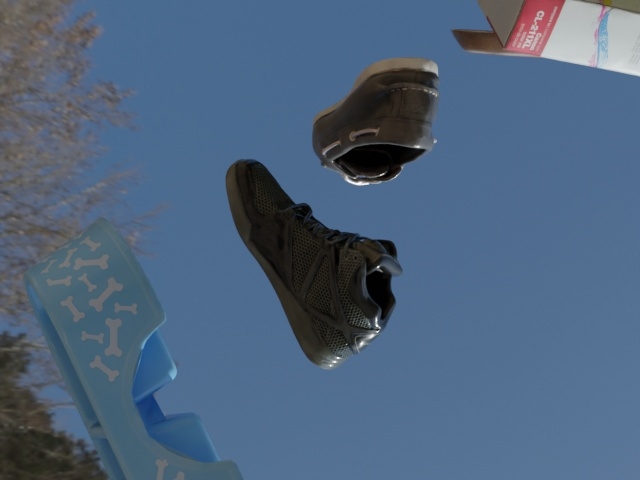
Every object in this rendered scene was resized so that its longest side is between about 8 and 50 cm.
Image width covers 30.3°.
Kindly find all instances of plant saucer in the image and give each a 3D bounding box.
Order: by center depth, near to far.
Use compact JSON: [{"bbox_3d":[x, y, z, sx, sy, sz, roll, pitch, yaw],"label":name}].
[{"bbox_3d":[0.237,-0.232,1.396,0.168,0.168,0.029,7,-80,20],"label":"plant saucer"}]

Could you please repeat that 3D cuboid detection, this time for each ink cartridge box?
[{"bbox_3d":[0.263,-0.238,1.212,0.175,0.127,0.072,9,-55,-16],"label":"ink cartridge box"}]

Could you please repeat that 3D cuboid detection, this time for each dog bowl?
[{"bbox_3d":[-0.137,0.131,0.895,0.074,0.166,0.297,-26,-91,-18],"label":"dog bowl"}]

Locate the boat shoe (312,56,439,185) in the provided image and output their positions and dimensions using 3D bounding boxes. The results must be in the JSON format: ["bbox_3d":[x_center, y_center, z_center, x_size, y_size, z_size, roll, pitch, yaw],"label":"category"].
[{"bbox_3d":[0.056,-0.109,1.342,0.112,0.335,0.095,2,-102,-10],"label":"boat shoe"}]

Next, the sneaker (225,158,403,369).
[{"bbox_3d":[0.000,0.000,1.161,0.130,0.087,0.227,-35,-102,27],"label":"sneaker"}]
